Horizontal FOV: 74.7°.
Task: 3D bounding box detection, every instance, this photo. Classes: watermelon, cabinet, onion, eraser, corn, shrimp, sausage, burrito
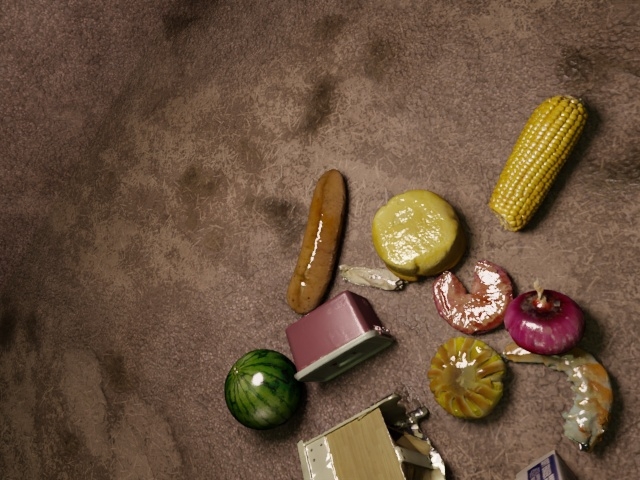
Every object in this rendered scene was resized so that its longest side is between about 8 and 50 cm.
[{"bbox_3d":[-0.177,0.459,1.297,0.243,0.242,0.241,-6,76,26],"label":"watermelon"},{"bbox_3d":[0.156,0.600,1.063,0.318,0.227,0.289,-35,43,14],"label":"cabinet"},{"bbox_3d":[0.548,0.198,1.029,0.178,0.153,0.177,-9,57,14],"label":"onion"},{"bbox_3d":[0.496,0.553,0.912,0.124,0.279,0.081,-43,64,12],"label":"eraser"},{"bbox_3d":[0.576,-0.213,1.125,0.144,0.144,0.386,31,93,29],"label":"corn"},{"bbox_3d":[0.595,0.344,1.030,0.185,0.068,0.287,-47,61,8],"label":"shrimp"},{"bbox_3d":[0.002,0.000,1.380,0.136,0.123,0.499,5,79,57],"label":"sausage"},{"bbox_3d":[0.165,0.115,1.308,0.230,0.058,0.062,7,77,26],"label":"burrito"}]

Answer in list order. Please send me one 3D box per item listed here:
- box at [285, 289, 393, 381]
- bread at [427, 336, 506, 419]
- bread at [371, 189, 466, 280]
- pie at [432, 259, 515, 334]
[{"bbox_3d":[0.046,0.287,1.256,0.294,0.193,0.167,-35,60,16],"label":"box"},{"bbox_3d":[0.379,0.360,1.109,0.214,0.105,0.213,-8,76,36],"label":"bread"},{"bbox_3d":[0.283,-0.019,1.225,0.270,0.148,0.269,-9,66,22],"label":"bread"},{"bbox_3d":[0.425,0.155,1.166,0.219,0.054,0.204,-31,66,18],"label":"pie"}]
